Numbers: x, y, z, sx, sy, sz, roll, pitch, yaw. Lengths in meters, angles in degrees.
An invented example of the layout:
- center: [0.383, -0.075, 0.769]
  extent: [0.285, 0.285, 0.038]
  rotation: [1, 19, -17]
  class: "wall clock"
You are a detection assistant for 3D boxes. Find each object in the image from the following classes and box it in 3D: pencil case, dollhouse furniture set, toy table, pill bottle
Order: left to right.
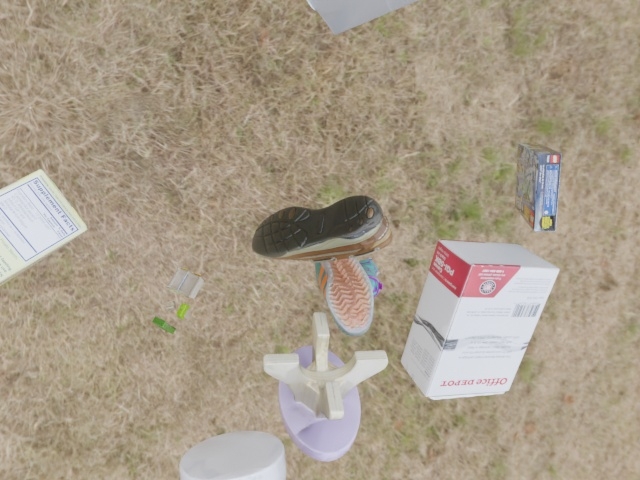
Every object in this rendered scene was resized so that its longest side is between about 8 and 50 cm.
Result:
- center: [-0.340, 0.147, 1.180]
  extent: [0.058, 0.076, 0.151]
  rotation: [74, 39, -64]
  class: "dollhouse furniture set"
- center: [-0.131, 0.554, 0.815]
  extent: [0.229, 0.229, 0.407]
  rotation: [-5, 92, -30]
  class: "pill bottle"
- center: [0.002, 0.291, 1.019]
  extent: [0.252, 0.274, 0.160]
  rotation: [-6, 129, -20]
  class: "toy table"
- center: [0.120, 0.096, 1.247]
  extent: [0.070, 0.151, 0.064]
  rotation: [2, 105, 3]
  class: "pencil case"

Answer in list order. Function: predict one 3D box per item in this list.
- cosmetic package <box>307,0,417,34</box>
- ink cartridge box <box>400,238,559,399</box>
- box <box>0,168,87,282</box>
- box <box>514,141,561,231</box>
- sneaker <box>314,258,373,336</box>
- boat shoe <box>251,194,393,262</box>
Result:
- center: [0.088, -0.338, 0.528]
  extent: [0.127, 0.238, 0.107]
  rotation: [33, 54, -57]
  class: "cosmetic package"
- center: [0.142, 0.072, 0.450]
  extent: [0.099, 0.056, 0.135]
  rotation: [4, 113, -23]
  class: "ink cartridge box"
- center: [-0.538, 0.018, 0.775]
  extent: [0.243, 0.214, 0.117]
  rotation: [-43, 107, -38]
  class: "box"
- center: [0.277, -0.074, 0.629]
  extent: [0.027, 0.137, 0.093]
  rotation: [0, 107, 12]
  class: "box"
- center: [0.052, 0.104, 1.142]
  extent: [0.108, 0.302, 0.121]
  rotation: [-12, 141, -6]
  class: "sneaker"
- center: [0.000, 0.000, 1.017]
  extent: [0.120, 0.324, 0.122]
  rotation: [43, 52, -42]
  class: "boat shoe"
